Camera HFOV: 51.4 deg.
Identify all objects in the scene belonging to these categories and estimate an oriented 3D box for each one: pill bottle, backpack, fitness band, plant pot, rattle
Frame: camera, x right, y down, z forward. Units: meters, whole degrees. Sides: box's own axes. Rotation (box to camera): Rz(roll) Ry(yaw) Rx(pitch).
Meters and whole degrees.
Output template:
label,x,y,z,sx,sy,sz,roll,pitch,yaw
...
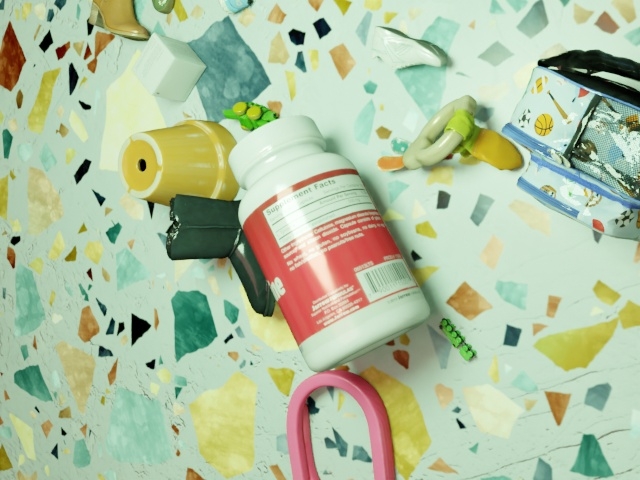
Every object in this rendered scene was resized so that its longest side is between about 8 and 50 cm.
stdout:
label,x,y,z,sx,sy,sz,roll,pitch,yaw
pill bottle,0.000,0.000,1.147,0.229,0.229,0.407,-34,74,30
backpack,0.384,-0.127,0.889,0.263,0.277,0.213,48,116,36
fitness band,0.035,0.389,1.254,0.209,0.054,0.290,-7,90,33
plant pot,-0.297,-0.150,1.354,0.205,0.188,0.205,2,94,33
rattle,0.211,-0.143,1.120,0.200,0.143,0.130,-40,39,44

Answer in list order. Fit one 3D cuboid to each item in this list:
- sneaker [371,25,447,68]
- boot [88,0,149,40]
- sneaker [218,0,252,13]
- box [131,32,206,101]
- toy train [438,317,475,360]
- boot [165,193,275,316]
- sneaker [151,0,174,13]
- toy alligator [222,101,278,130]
label,x,y,z,sx,sy,sz,roll,pitch,yaw
sneaker,0.150,-0.319,1.140,0.152,0.054,0.061,33,119,33
boot,-0.443,-0.540,1.496,0.197,0.073,0.152,28,103,26
sneaker,-0.170,-0.541,1.328,0.073,0.063,0.162,-5,104,21
box,-0.320,-0.365,1.407,0.101,0.102,0.087,-50,66,25
toy train,0.232,0.169,1.134,0.083,0.017,0.023,52,128,19
boot,-0.193,0.030,1.290,0.207,0.094,0.246,-2,86,-11
sneaker,-0.366,-0.594,1.430,0.064,0.086,0.192,2,94,33
toy alligator,-0.111,-0.241,1.313,0.190,0.056,0.051,22,64,30
